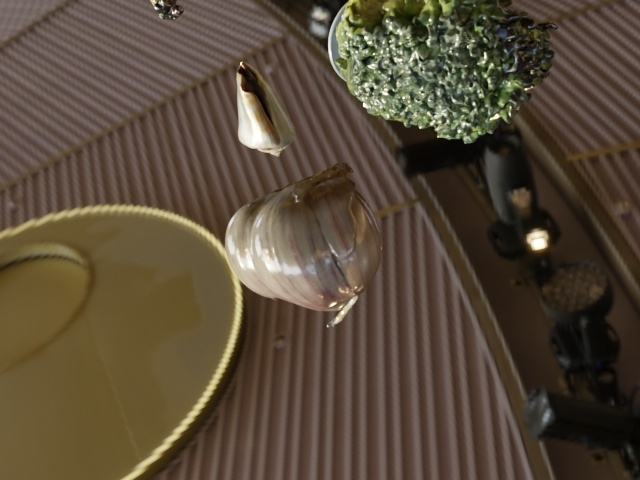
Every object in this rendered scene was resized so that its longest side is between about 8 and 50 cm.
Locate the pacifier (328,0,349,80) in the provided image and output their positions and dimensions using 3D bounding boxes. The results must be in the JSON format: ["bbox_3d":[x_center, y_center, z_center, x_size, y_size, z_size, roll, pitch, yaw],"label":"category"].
[{"bbox_3d":[0.128,-0.449,2.509,0.287,0.238,0.226,-20,-145,-17],"label":"pacifier"}]

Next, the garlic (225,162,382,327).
[{"bbox_3d":[0.000,0.000,1.470,0.207,0.256,0.207,-6,-113,14],"label":"garlic"}]

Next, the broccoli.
[{"bbox_3d":[0.195,-0.315,1.787,0.348,0.293,0.281,-6,-126,38],"label":"broccoli"}]

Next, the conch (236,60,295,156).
[{"bbox_3d":[-0.095,-0.213,1.932,0.094,0.176,0.104,17,-137,22],"label":"conch"}]

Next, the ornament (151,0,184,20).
[{"bbox_3d":[-0.286,-0.451,1.884,0.166,0.196,0.153,-30,-163,-14],"label":"ornament"}]
